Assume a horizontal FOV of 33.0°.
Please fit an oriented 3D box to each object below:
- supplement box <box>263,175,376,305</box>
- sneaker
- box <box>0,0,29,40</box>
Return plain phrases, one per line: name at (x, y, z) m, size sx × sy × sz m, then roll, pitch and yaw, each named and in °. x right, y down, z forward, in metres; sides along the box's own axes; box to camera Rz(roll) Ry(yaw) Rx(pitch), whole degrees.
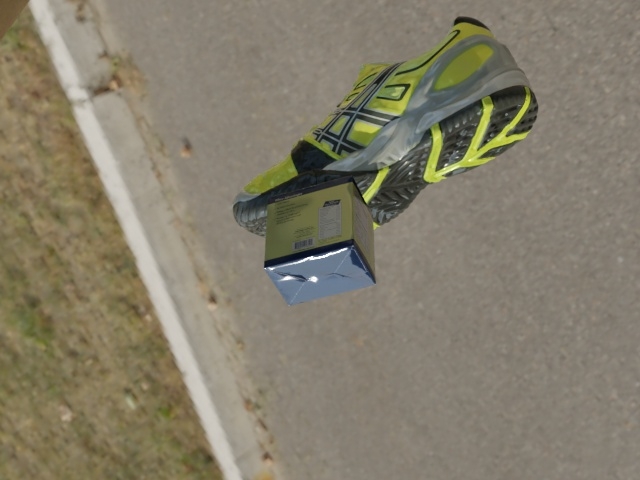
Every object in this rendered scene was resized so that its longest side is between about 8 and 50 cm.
supplement box at (0.000, 0.000, 0.939) m, size 0.083 × 0.083 × 0.056 m, roll -14°, pitch 136°, yaw 16°
sneaker at (0.063, -0.118, 1.267) m, size 0.145 × 0.385 × 0.147 m, roll 34°, pitch -145°, yaw -57°
box at (-0.272, -0.212, 0.819) m, size 0.021 × 0.201 × 0.164 m, roll 7°, pitch 134°, yaw 7°
